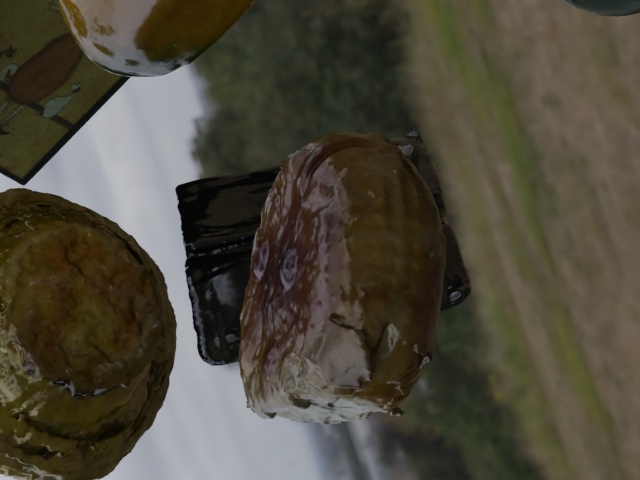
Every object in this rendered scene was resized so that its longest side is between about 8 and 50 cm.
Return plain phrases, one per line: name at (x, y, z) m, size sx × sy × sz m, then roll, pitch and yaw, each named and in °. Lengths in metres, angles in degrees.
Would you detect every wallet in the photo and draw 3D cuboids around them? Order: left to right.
wallet at (0.000, 0.000, 1.781) m, size 0.323 × 0.247 × 0.041 m, roll -105°, pitch 4°, yaw -58°

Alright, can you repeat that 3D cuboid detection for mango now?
mango at (-0.081, -0.199, 1.158) m, size 0.151 × 0.221 × 0.120 m, roll 54°, pitch -151°, yaw 15°

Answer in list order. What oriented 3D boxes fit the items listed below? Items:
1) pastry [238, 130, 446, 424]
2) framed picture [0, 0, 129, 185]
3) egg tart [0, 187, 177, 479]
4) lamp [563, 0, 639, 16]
pastry at (0.012, 0.036, 1.393) m, size 0.229 × 0.100 × 0.218 m, roll 52°, pitch 127°, yaw 58°
framed picture at (-0.309, -0.222, 2.104) m, size 0.255 × 0.339 × 0.014 m, roll 32°, pitch -153°, yaw -34°
egg tart at (-0.236, 0.076, 1.797) m, size 0.123 × 0.294 × 0.294 m, roll -32°, pitch 71°, yaw 45°
lamp at (0.239, -0.292, 1.750) m, size 0.227 × 0.147 × 0.172 m, roll -99°, pitch 13°, yaw -74°
